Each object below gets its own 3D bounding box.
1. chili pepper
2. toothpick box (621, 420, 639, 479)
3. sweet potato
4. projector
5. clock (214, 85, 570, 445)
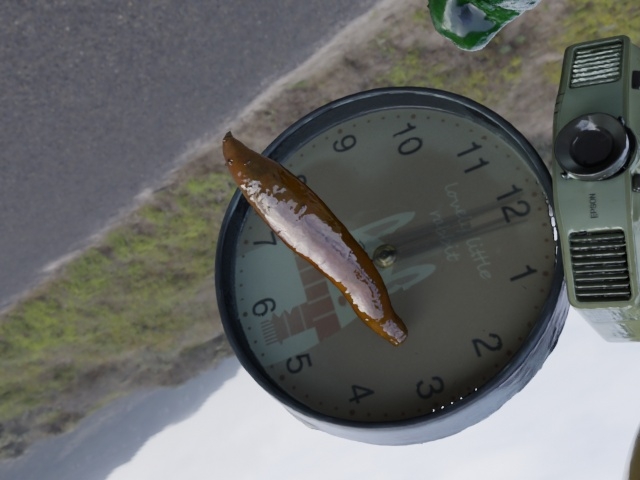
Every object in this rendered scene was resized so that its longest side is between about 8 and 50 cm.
[{"bbox_3d":[0.172,-0.258,0.718,0.099,0.136,0.270,-10,171,-18],"label":"chili pepper"},{"bbox_3d":[0.534,0.327,0.863,0.409,0.408,0.425,-29,-173,41],"label":"toothpick box"},{"bbox_3d":[0.000,0.000,0.743,0.057,0.264,0.057,-41,-169,10],"label":"sweet potato"},{"bbox_3d":[0.283,-0.052,0.748,0.088,0.269,0.194,-7,157,31],"label":"projector"},{"bbox_3d":[0.068,0.017,0.832,0.386,0.386,0.076,-26,154,11],"label":"clock"}]
